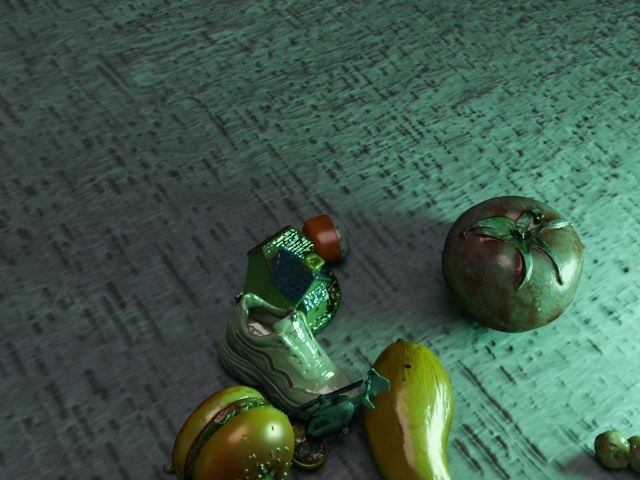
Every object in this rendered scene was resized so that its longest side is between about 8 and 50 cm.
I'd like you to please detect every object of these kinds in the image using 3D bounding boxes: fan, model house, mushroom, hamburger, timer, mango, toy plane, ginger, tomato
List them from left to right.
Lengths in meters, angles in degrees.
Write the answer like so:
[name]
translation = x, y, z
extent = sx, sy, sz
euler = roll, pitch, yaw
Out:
[mushroom]
translation = -0.190, 0.401, 1.887
extent = 0.286, 0.026, 0.028
euler = -23, 69, -26
[hamburger]
translation = -0.149, 0.404, 1.738
extent = 0.246, 0.246, 0.170
euler = -32, 45, -30
[fan]
translation = -0.049, 0.404, 1.880
extent = 0.082, 0.039, 0.155
euler = -27, 56, -28
[model house]
translation = -0.048, 0.074, 2.092
extent = 0.195, 0.189, 0.214
euler = -32, 56, -27
[timer]
translation = 0.000, 0.000, 2.229
extent = 0.136, 0.099, 0.136
euler = -7, 39, 5
[toy plane]
translation = 0.042, 0.330, 1.832
extent = 0.235, 0.096, 0.060
euler = -30, 13, 23
[mango]
translation = 0.177, 0.360, 1.873
extent = 0.187, 0.144, 0.359
euler = 12, 52, -8
[tomato]
translation = 0.431, 0.049, 2.091
extent = 0.317, 0.282, 0.316
euler = 2, 51, -3
[ginger]
translation = 0.660, 0.437, 1.890
extent = 0.204, 0.080, 0.104
euler = 7, 15, 0

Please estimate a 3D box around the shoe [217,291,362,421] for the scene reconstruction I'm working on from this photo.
[shoe]
translation = -0.060, 0.235, 1.915
extent = 0.342, 0.210, 0.132
euler = 28, 43, 18
